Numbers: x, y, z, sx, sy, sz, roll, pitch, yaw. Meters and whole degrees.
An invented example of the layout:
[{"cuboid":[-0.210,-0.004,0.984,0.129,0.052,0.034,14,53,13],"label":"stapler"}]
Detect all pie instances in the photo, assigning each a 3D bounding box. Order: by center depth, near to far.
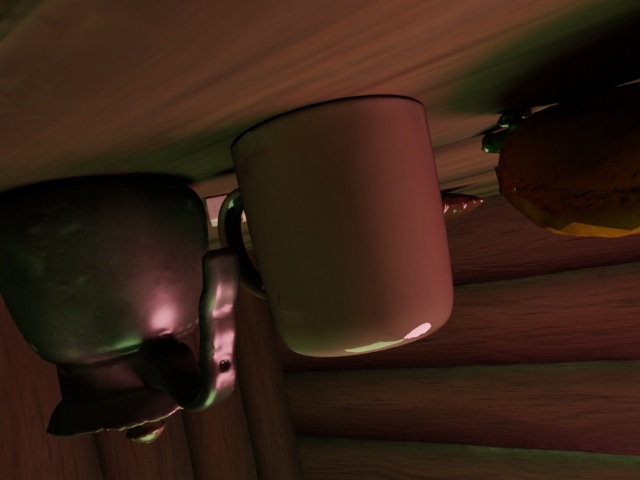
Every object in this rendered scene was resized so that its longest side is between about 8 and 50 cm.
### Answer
[{"cuboid":[0.281,-0.088,0.343,0.273,0.069,0.273,-27,-159,11],"label":"pie"}]

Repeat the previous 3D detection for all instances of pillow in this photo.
[{"cuboid":[0.334,-0.092,1.388,0.307,0.109,0.305,-11,177,-18],"label":"pillow"}]

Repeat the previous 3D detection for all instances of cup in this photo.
[{"cuboid":[0.000,0.000,0.418,0.252,0.201,0.191,-12,179,29],"label":"cup"}]

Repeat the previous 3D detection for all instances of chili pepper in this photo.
[{"cuboid":[0.233,-0.129,0.498,0.055,0.035,0.118,-10,178,11],"label":"chili pepper"}]

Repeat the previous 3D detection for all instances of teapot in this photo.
[{"cuboid":[-0.187,0.083,0.459,0.304,0.286,0.223,-11,179,13],"label":"teapot"}]

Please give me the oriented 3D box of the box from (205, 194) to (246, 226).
[{"cuboid":[-0.101,-0.056,0.655,0.154,0.040,0.084,-10,-179,-13],"label":"box"}]
